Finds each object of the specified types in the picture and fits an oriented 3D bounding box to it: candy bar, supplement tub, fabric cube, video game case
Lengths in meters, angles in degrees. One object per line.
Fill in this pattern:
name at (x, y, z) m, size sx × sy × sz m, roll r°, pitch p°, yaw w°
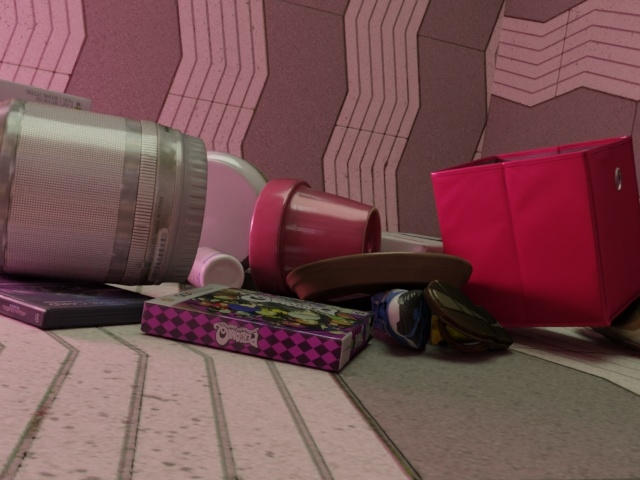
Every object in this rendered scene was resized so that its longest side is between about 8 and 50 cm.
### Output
candy bar at (0.204, 0.127, 1.150) m, size 0.018 × 0.040 × 0.161 m, roll -1°, pitch -4°, yaw 38°
supplement tub at (-0.167, 0.050, 1.248) m, size 0.071 × 0.071 × 0.107 m, roll 7°, pitch 5°, yaw -25°
fabric cube at (0.363, -0.016, 1.287) m, size 0.259 × 0.258 × 0.254 m, roll -6°, pitch 7°, yaw 37°
video game case at (-0.342, 0.064, 0.983) m, size 0.274 × 0.026 × 0.196 m, roll 12°, pitch 5°, yaw 34°
video game case at (-0.064, 0.098, 0.956) m, size 0.232 × 0.042 × 0.210 m, roll 10°, pitch 5°, yaw 13°
supplement tub at (-0.193, -0.048, 1.466) m, size 0.228 × 0.228 × 0.316 m, roll 8°, pitch 3°, yaw -2°

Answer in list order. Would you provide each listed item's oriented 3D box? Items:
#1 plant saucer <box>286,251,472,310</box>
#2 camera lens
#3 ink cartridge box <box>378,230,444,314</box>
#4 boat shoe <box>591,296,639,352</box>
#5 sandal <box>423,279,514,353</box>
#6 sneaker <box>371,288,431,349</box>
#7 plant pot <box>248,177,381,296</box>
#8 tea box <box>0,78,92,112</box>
plant saucer at (0.088, 0.067, 1.187) m, size 0.278 × 0.041 × 0.278 m, roll -2°, pitch -14°, yaw -1°
camera lens at (-0.302, -0.056, 1.030) m, size 0.274 × 0.219 × 0.219 m, roll 8°, pitch 4°, yaw -19°
ink cartridge box at (0.169, 0.055, 1.497) m, size 0.223 × 0.129 × 0.307 m, roll 12°, pitch 5°, yaw 36°
boat shoe at (0.534, 0.140, 1.387) m, size 0.098 × 0.109 × 0.302 m, roll 48°, pitch 3°, yaw -2°
sandal at (0.194, 0.116, 1.077) m, size 0.219 × 0.060 × 0.090 m, roll 26°, pitch 25°, yaw -57°
sneaker at (0.105, 0.105, 1.072) m, size 0.081 × 0.080 × 0.211 m, roll 3°, pitch -7°, yaw 12°
plant pot at (0.000, 0.000, 1.324) m, size 0.180 × 0.201 × 0.201 m, roll 5°, pitch 2°, yaw 18°
tea box at (-0.735, -0.199, 1.806) m, size 0.220 × 0.324 × 0.329 m, roll 11°, pitch 3°, yaw 39°
